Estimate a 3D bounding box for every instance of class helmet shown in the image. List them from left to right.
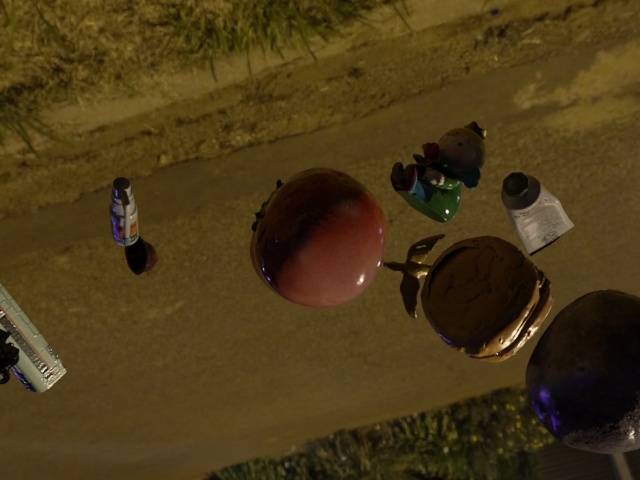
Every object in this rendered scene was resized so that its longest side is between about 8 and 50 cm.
[{"bbox_3d":[-0.448,0.036,1.663,0.057,0.111,0.089,4,134,-48],"label":"helmet"}]

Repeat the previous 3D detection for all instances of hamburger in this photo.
[{"bbox_3d":[0.270,0.095,1.086,0.213,0.214,0.108,-25,141,26],"label":"hamburger"}]

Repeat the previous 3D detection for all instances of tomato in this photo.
[{"bbox_3d":[0.000,0.000,1.457,0.321,0.322,0.321,-11,156,-5],"label":"tomato"}]

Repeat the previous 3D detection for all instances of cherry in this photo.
[{"bbox_3d":[0.336,0.158,0.767,0.195,0.195,0.195,-11,156,-5],"label":"cherry"}]

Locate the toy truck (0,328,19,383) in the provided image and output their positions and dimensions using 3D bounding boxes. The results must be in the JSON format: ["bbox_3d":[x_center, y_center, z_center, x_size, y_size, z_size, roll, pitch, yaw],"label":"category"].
[{"bbox_3d":[-0.699,0.288,1.283,0.121,0.088,0.259,33,104,-19],"label":"toy truck"}]

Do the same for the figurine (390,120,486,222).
[{"bbox_3d":[0.262,-0.172,1.392,0.185,0.234,0.127,32,175,-22],"label":"figurine"}]

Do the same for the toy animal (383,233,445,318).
[{"bbox_3d":[0.218,0.075,1.606,0.155,0.219,0.095,14,-172,25],"label":"toy animal"}]

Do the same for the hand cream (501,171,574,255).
[{"bbox_3d":[0.458,-0.053,1.383,0.121,0.076,0.336,-33,146,17],"label":"hand cream"}]

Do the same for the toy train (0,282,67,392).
[{"bbox_3d":[-0.670,0.149,1.331,0.086,0.088,0.407,13,136,39],"label":"toy train"}]

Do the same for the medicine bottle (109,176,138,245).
[{"bbox_3d":[-0.437,-0.052,1.450,0.061,0.092,0.221,-11,154,-20],"label":"medicine bottle"}]
